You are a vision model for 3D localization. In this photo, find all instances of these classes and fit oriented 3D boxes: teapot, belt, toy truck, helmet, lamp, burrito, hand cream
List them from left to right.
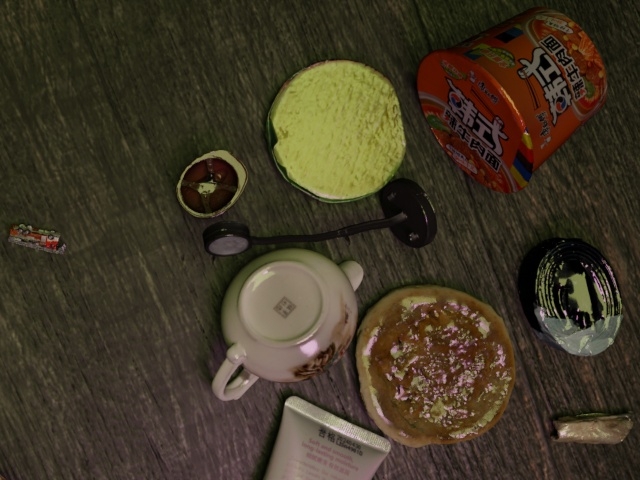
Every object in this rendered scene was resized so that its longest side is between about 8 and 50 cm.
[{"bbox_3d":[-0.414,-0.003,1.534,0.083,0.024,0.032,12,109,-11],"label":"toy truck"},{"bbox_3d":[-0.164,-0.083,1.574,0.111,0.057,0.089,-40,95,-5],"label":"helmet"},{"bbox_3d":[-0.054,0.120,1.563,0.298,0.139,0.204,-39,71,-7],"label":"teapot"},{"bbox_3d":[-0.040,0.433,1.586,0.186,0.118,0.358,27,76,-9],"label":"hand cream"},{"bbox_3d":[-0.006,-0.034,1.553,0.371,0.130,0.108,-5,65,-21],"label":"lamp"},{"bbox_3d":[0.404,0.095,1.694,0.151,0.078,0.198,-23,96,-14],"label":"belt"},{"bbox_3d":[0.449,0.310,1.721,0.149,0.041,0.055,0,77,-13],"label":"burrito"}]

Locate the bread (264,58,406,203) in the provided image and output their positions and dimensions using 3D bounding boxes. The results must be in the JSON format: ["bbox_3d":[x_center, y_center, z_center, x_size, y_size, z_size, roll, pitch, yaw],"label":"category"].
[{"bbox_3d":[0.026,-0.169,1.631,0.229,0.033,0.228,0,88,-12],"label":"bread"}]

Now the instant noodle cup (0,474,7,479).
[{"bbox_3d":[-0.553,0.403,1.395,0.264,0.264,0.200,29,93,-11],"label":"instant noodle cup"}]

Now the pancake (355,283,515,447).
[{"bbox_3d":[0.183,0.197,1.659,0.283,0.049,0.282,0,91,-16],"label":"pancake"}]

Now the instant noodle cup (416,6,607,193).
[{"bbox_3d":[0.300,-0.224,1.599,0.192,0.250,0.250,-34,97,-19],"label":"instant noodle cup"}]
